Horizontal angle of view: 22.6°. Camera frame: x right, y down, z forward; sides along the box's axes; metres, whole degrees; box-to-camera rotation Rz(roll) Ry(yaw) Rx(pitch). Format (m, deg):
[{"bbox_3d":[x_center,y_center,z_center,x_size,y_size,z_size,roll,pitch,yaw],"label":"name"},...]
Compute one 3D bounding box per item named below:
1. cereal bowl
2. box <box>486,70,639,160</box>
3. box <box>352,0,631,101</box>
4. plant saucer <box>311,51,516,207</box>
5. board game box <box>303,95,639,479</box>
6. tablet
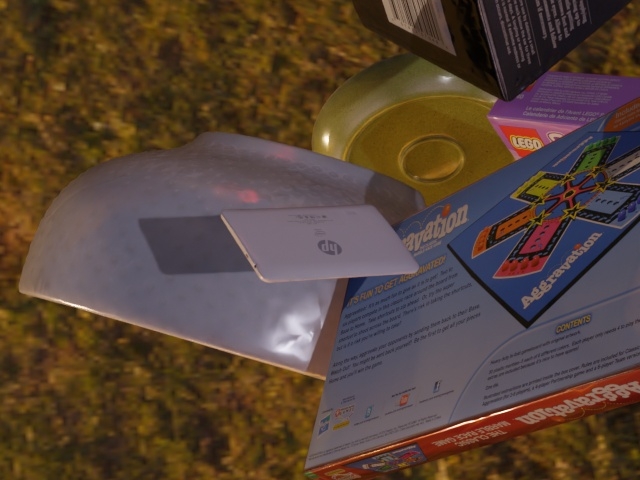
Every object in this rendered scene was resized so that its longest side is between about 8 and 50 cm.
[{"bbox_3d":[-0.023,0.015,1.087,0.339,0.339,0.141,14,86,34],"label":"cereal bowl"},{"bbox_3d":[0.293,-0.038,1.234,0.293,0.201,0.057,11,60,47],"label":"box"},{"bbox_3d":[0.136,-0.214,1.085,0.207,0.108,0.153,-41,47,-18],"label":"box"},{"bbox_3d":[0.112,-0.091,1.617,0.241,0.241,0.037,-35,40,28],"label":"plant saucer"},{"bbox_3d":[0.086,0.029,0.780,0.281,0.027,0.145,-28,43,55],"label":"board game box"},{"bbox_3d":[0.000,0.000,0.746,0.054,0.083,0.006,55,139,44],"label":"tablet"}]
